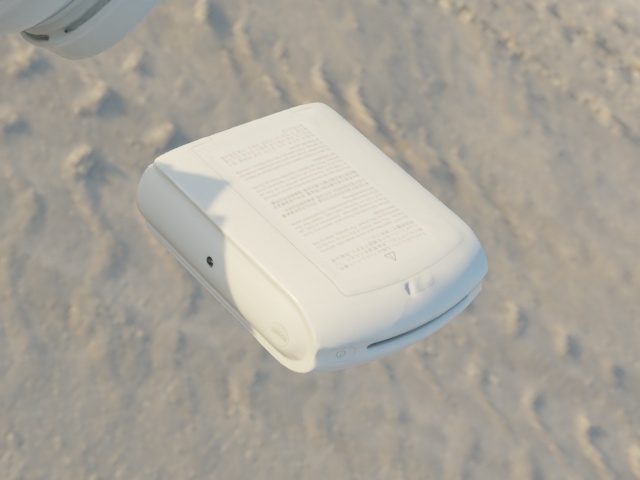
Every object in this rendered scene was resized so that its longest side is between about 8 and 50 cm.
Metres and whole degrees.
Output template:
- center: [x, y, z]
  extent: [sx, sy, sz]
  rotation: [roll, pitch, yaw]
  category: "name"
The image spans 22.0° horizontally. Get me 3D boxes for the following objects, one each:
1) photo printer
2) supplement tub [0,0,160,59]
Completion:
- center: [0.000, 0.000, 1.679]
  extent: [0.256, 0.107, 0.307]
  rotation: [-23, 51, -35]
  category: "photo printer"
- center: [-0.250, -0.281, 1.117]
  extent: [0.316, 0.228, 0.228]
  rotation: [31, 22, -36]
  category: "supplement tub"
